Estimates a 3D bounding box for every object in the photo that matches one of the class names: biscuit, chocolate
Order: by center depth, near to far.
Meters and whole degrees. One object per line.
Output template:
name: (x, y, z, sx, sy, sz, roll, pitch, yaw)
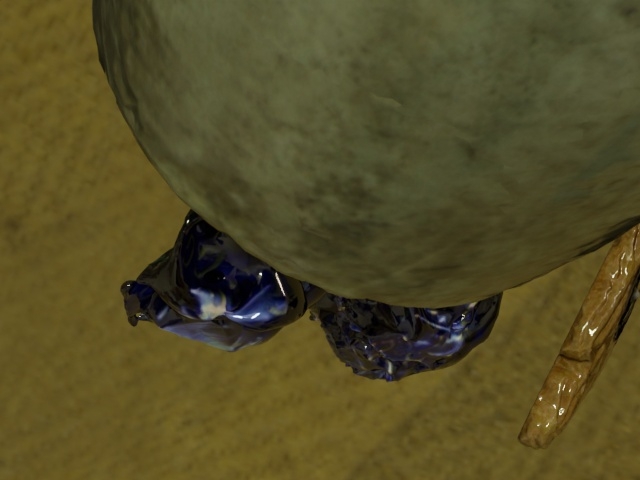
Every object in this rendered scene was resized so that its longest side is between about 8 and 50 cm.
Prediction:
chocolate: (0.000, 0.002, 0.852, 0.148, 0.343, 0.126, -32, 72, 15)
biscuit: (0.236, 0.063, 1.317, 0.041, 0.208, 0.290, 25, 55, 10)

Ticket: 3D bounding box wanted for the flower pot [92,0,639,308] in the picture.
flower pot: (0.073, -0.149, 0.504, 0.330, 0.294, 0.293, -48, 55, 48)
